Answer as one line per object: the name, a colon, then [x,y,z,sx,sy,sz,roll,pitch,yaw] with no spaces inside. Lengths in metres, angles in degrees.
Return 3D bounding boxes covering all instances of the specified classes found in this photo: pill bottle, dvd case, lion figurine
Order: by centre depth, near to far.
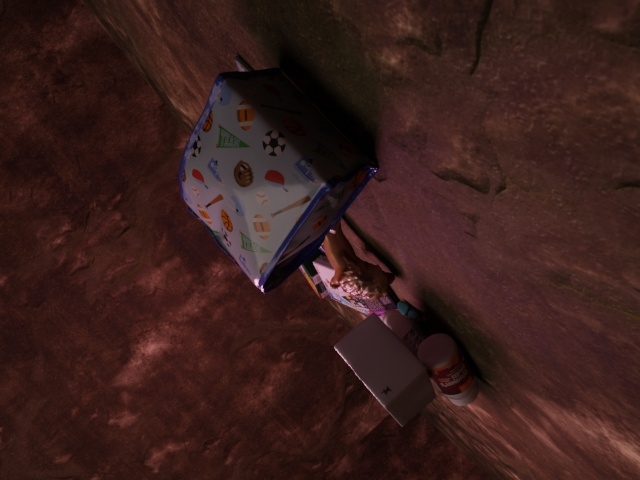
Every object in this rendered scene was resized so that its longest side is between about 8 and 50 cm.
dvd case: [-0.176,-0.404,1.411,0.087,0.013,0.119,47,170,12]
pill bottle: [0.384,0.386,1.655,0.221,0.121,0.121,54,170,-30]
lion figurine: [0.054,0.020,1.688,0.392,0.142,0.240,53,164,1]

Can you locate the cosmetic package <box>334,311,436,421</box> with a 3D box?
cosmetic package: [0.214,0.413,1.732,0.230,0.161,0.453,47,174,27]

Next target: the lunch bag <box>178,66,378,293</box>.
lunch bag: [-0.121,-0.114,1.197,0.328,0.239,0.385,47,127,14]

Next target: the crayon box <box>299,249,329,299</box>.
crayon box: [-0.062,0.063,2.412,0.313,0.106,0.363,54,173,20]

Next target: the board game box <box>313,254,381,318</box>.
board game box: [0.110,0.172,2.075,0.305,0.053,0.193,18,142,53]

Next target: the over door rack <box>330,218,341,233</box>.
over door rack: [-0.055,-0.179,1.428,0.324,0.108,0.239,34,160,8]

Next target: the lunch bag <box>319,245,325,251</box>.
lunch bag: [0.000,0.000,2.087,0.067,0.065,0.098,53,170,-22]

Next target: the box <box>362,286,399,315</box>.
box: [0.193,0.189,1.875,0.116,0.029,0.162,-12,127,38]

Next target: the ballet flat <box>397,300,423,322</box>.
ballet flat: [0.284,0.228,1.759,0.041,0.041,0.114,55,171,-31]

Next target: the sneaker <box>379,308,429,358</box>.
sneaker: [0.329,0.332,1.796,0.292,0.108,0.169,42,170,-10]

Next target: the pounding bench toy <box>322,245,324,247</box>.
pounding bench toy: [0.034,0.008,1.996,0.083,0.052,0.065,48,171,7]
